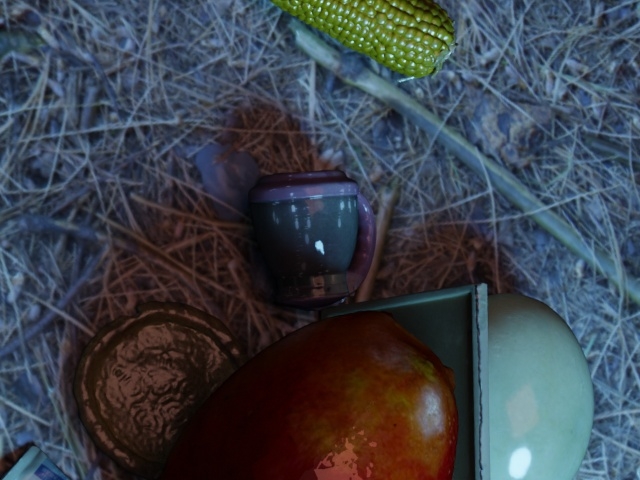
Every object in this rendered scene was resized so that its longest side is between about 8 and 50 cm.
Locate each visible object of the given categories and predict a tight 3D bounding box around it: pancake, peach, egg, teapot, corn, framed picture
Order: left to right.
[{"bbox_3d":[-0.153,0.154,1.726,0.199,0.021,0.199,5,75,-20],"label":"pancake"},{"bbox_3d":[-0.010,0.001,1.786,0.116,0.148,0.146,-4,90,14],"label":"teapot"},{"bbox_3d":[-0.005,0.221,1.622,0.281,0.281,0.338,39,62,-8],"label":"peach"},{"bbox_3d":[0.029,-0.262,1.857,0.260,0.091,0.091,25,69,-13],"label":"corn"},{"bbox_3d":[0.083,0.197,1.712,0.020,0.211,0.289,15,70,-46],"label":"framed picture"},{"bbox_3d":[0.190,0.176,1.761,0.186,0.186,0.253,17,71,-17],"label":"egg"}]

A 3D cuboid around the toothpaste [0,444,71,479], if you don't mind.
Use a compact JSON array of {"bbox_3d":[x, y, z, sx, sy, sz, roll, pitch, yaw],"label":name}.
[{"bbox_3d":[-0.205,0.311,1.660,0.268,0.047,0.069,41,80,-4],"label":"toothpaste"}]
